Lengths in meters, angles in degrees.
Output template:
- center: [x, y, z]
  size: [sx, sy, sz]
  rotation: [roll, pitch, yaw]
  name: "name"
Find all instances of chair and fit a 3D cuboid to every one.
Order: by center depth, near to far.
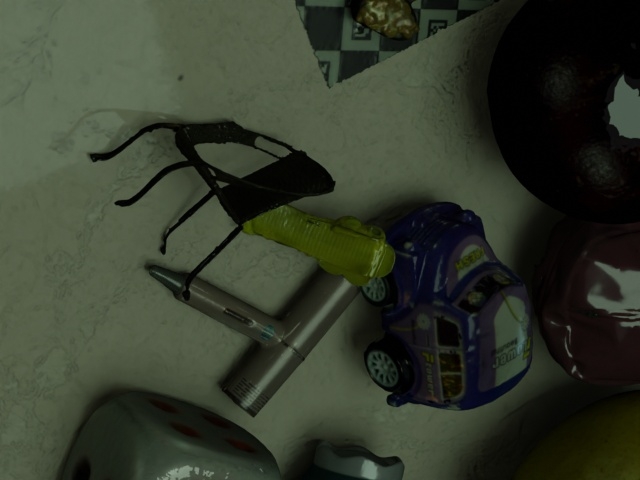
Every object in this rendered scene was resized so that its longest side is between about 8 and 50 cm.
- center: [-0.104, -0.061, 1.600]
  size: [0.213, 0.174, 0.149]
  rotation: [-30, 122, -4]
  name: "chair"

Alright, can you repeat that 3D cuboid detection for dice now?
- center: [-0.167, 0.288, 1.664]
  size: [0.193, 0.192, 0.194]
  rotation: [18, 99, -32]
  name: "dice"

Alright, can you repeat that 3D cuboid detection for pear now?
- center: [0.367, 0.307, 1.918]
  size: [0.386, 0.191, 0.340]
  rotation: [-12, 154, -38]
  name: "pear"

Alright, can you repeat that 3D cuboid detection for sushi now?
- center: [0.075, -0.341, 1.668]
  size: [0.264, 0.050, 0.290]
  rotation: [-29, 117, -17]
  name: "sushi"

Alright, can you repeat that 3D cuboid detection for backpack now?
- center: [0.406, 0.057, 1.889]
  size: [0.317, 0.197, 0.283]
  rotation: [-6, 110, -21]
  name: "backpack"

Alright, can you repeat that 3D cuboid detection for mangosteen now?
- center: [0.344, -0.156, 1.714]
  size: [0.297, 0.313, 0.297]
  rotation: [-16, 117, -33]
  name: "mangosteen"

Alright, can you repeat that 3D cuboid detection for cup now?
- center: [0.032, 0.334, 1.805]
  size: [0.300, 0.167, 0.173]
  rotation: [14, 89, -31]
  name: "cup"

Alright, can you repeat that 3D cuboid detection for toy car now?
- center: [0.156, 0.079, 1.758]
  size: [0.172, 0.158, 0.235]
  rotation: [-28, 118, -39]
  name: "toy car"

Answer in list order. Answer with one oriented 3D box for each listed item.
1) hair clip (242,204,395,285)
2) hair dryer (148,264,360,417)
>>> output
- center: [0.000, 0.000, 1.693]
  size: [0.173, 0.046, 0.072]
  rotation: [17, 100, 5]
  name: "hair clip"
- center: [-0.088, 0.062, 1.722]
  size: [0.220, 0.053, 0.195]
  rotation: [44, 83, -24]
  name: "hair dryer"
